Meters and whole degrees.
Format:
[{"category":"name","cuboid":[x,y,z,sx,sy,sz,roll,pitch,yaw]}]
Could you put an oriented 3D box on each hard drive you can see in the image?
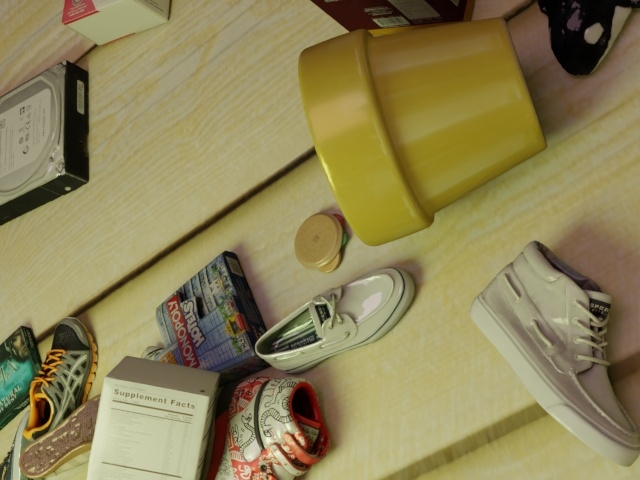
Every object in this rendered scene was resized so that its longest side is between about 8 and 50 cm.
[{"category":"hard drive","cuboid":[-0.560,-0.159,1.793,0.339,0.064,0.237,-20,62,31]}]

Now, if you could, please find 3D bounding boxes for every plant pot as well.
[{"category":"plant pot","cuboid":[0.129,-0.147,1.167,0.239,0.254,0.254,-18,63,15]}]

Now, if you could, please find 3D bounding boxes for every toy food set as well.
[{"category":"toy food set","cuboid":[0.000,0.000,1.341,0.083,0.020,0.083,15,83,40]}]

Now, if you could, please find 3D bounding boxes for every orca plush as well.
[{"category":"orca plush","cuboid":[0.329,-0.348,1.164,0.151,0.102,0.287,30,93,40]}]

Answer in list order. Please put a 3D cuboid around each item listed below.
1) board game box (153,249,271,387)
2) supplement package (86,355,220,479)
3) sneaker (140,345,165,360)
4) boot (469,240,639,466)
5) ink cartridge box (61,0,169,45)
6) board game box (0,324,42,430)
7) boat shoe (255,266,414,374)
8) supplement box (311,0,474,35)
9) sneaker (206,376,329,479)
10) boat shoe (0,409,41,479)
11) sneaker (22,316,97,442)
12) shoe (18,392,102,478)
[{"category":"board game box","cuboid":[-0.175,0.140,1.398,0.194,0.060,0.194,-39,55,19]},{"category":"supplement package","cuboid":[-0.219,0.288,1.266,0.139,0.134,0.244,11,95,-1]},{"category":"sneaker","cuboid":[-0.253,0.188,1.441,0.037,0.032,0.083,3,48,30]},{"category":"boot","cuboid":[0.271,0.108,1.049,0.123,0.095,0.258,-54,50,18]},{"category":"ink cartridge box","cuboid":[-0.349,-0.485,1.724,0.172,0.100,0.237,-10,68,34]},{"category":"board game box","cuboid":[-0.539,0.247,1.654,0.186,0.026,0.126,-41,55,18]},{"category":"boat shoe","cuboid":[0.016,0.105,1.256,0.226,0.075,0.083,-38,56,21]},{"category":"supplement box","cuboid":[0.081,-0.375,1.301,0.191,0.194,0.129,4,76,38]},{"category":"sneaker","cuboid":[-0.067,0.302,1.239,0.145,0.090,0.270,-13,64,36]},{"category":"boat shoe","cuboid":[-0.478,0.354,1.545,0.083,0.065,0.183,-5,72,34]},{"category":"sneaker","cuboid":[-0.408,0.221,1.529,0.084,0.083,0.215,-14,65,34]},{"category":"shoe","cuboid":[-0.342,0.285,1.461,0.219,0.058,0.077,-28,68,3]}]
